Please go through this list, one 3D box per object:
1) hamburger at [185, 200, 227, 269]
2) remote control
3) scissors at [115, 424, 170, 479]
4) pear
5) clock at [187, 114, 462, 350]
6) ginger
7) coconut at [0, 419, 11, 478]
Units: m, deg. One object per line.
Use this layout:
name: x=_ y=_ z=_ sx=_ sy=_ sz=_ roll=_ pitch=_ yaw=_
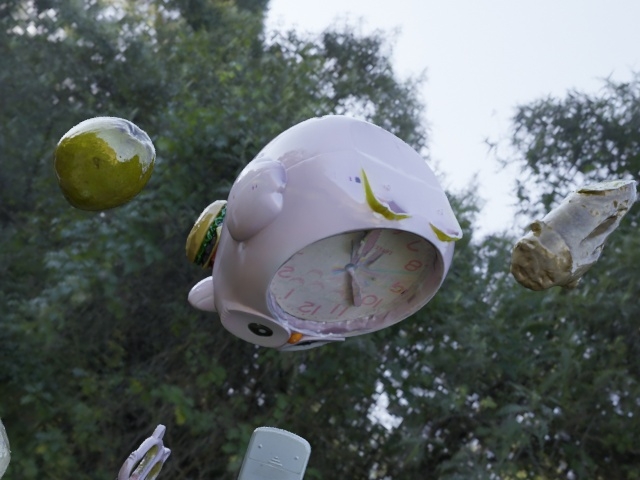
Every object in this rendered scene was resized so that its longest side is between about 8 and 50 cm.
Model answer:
hamburger: x=-0.215 y=-0.007 z=1.796 sx=0.115 sy=0.162 sz=0.162 roll=29 pitch=-26 yaw=0
remote control: x=-0.077 y=0.354 z=1.160 sx=0.088 sy=0.190 sz=0.029 roll=16 pitch=-12 yaw=4
scissors: x=-0.374 y=0.486 z=1.554 sx=0.024 sy=0.317 sz=0.160 roll=21 pitch=-41 yaw=17
pear: x=-0.346 y=-0.125 z=1.347 sx=0.148 sy=0.162 sz=0.149 roll=57 pitch=8 yaw=-13
clock: x=0.000 y=0.000 z=1.286 sx=0.368 sy=0.250 sz=0.377 roll=21 pitch=-50 yaw=-35
ginger: x=0.526 y=-0.020 z=1.734 sx=0.190 sy=0.354 sz=0.126 roll=53 pitch=-18 yaw=-22
coconut: x=-0.662 y=0.385 z=1.518 sx=0.194 sy=0.194 sz=0.194 roll=31 pitch=-27 yaw=18
